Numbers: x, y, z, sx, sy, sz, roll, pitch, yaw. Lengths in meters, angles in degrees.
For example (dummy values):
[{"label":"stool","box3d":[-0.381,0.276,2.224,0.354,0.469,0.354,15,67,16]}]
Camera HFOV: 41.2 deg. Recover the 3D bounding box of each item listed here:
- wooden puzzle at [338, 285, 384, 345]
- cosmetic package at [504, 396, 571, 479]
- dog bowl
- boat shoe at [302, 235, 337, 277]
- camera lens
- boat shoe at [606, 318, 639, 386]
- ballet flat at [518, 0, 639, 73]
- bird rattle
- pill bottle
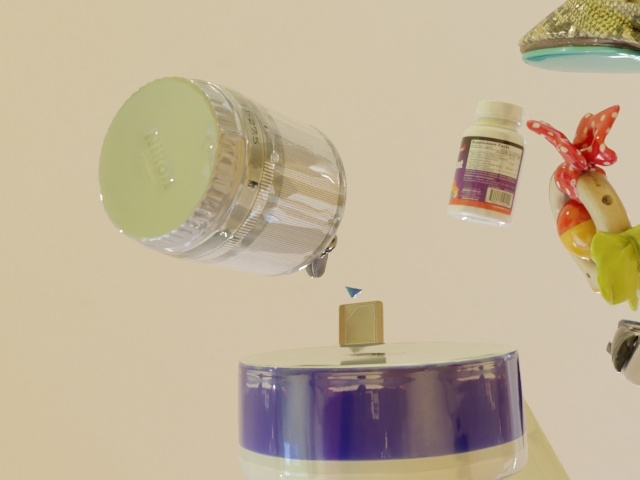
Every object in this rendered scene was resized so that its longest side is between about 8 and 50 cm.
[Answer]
[{"label":"wooden puzzle","box3d":[0.061,0.128,1.280,0.014,0.078,0.116,23,-110,-58]},{"label":"cosmetic package","box3d":[0.218,0.396,1.200,0.284,0.097,0.377,-27,-103,-5]},{"label":"dog bowl","box3d":[0.055,0.155,0.792,0.265,0.265,0.104,-1,-94,-20]},{"label":"boat shoe","box3d":[0.000,0.000,1.310,0.056,0.049,0.152,-43,-36,-41]},{"label":"camera lens","box3d":[-0.114,-0.074,1.091,0.274,0.219,0.219,15,-102,-54]},{"label":"boat shoe","box3d":[0.669,0.233,1.497,0.340,0.158,0.127,25,-78,1]},{"label":"ballet flat","box3d":[0.458,-0.279,1.084,0.164,0.483,0.182,8,-77,-31]},{"label":"bird rattle","box3d":[0.324,-0.031,1.034,0.143,0.207,0.253,-30,-108,-9]},{"label":"pill bottle","box3d":[0.278,-0.126,1.399,0.108,0.108,0.193,13,-93,-18]}]
